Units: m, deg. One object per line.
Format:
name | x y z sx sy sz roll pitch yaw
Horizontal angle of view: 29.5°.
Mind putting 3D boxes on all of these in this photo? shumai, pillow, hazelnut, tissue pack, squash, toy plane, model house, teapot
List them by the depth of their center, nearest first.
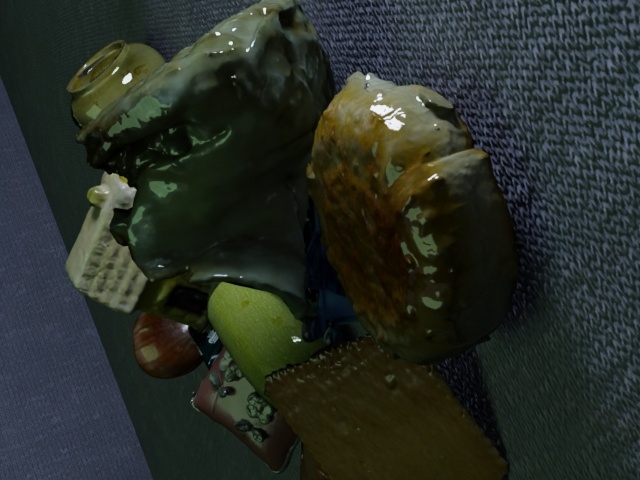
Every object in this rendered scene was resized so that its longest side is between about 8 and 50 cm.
shumai | -0.067 -0.064 1.250 0.288 0.292 0.330 54 -159 -5
toy plane | -0.007 0.002 1.388 0.169 0.078 0.246 31 -139 -67
squash | -0.043 0.140 1.543 0.247 0.133 0.132 -129 28 -48
pillow | -0.087 0.212 1.682 0.179 0.075 0.171 37 111 24
model house | -0.258 0.000 1.805 0.193 0.234 0.174 -62 31 19
tissue pack | -0.123 0.174 1.837 0.103 0.090 0.170 36 -173 -38
teapot | -0.297 -0.221 1.942 0.182 0.173 0.269 48 -160 -26
hazelnut | -0.273 0.177 2.237 0.150 0.150 0.150 163 90 -72

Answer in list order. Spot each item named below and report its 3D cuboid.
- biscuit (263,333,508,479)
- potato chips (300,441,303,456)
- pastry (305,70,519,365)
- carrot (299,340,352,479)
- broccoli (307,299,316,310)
biscuit | 0.071 0.204 1.243 0.232 0.013 0.237 -29 102 44
potato chips | 0.057 0.443 1.649 0.407 0.057 0.080 66 147 20
pastry | 0.085 -0.017 1.066 0.235 0.121 0.257 51 150 39
carrot | 0.036 0.255 1.404 0.301 0.139 0.138 84 159 -47
broccoli | -0.081 -0.017 1.546 0.304 0.146 0.165 47 155 28
